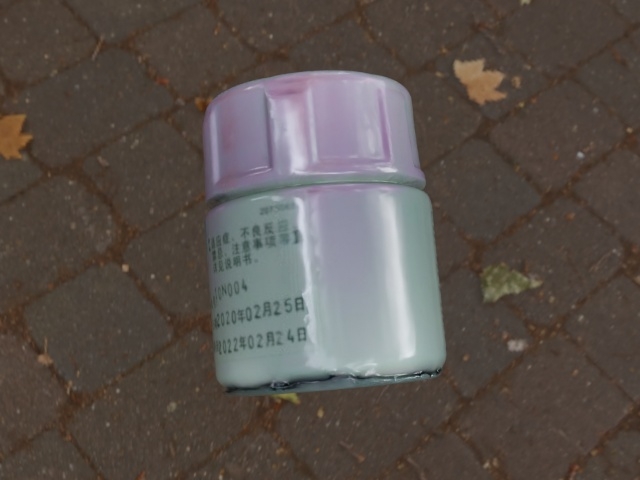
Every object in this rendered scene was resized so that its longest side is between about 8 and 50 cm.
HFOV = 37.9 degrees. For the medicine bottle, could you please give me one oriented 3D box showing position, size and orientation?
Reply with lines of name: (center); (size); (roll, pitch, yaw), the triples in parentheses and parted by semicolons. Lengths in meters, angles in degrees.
medicine bottle: (0.000, 0.000, 0.534); (0.135, 0.135, 0.168); (-3, 83, -14)
